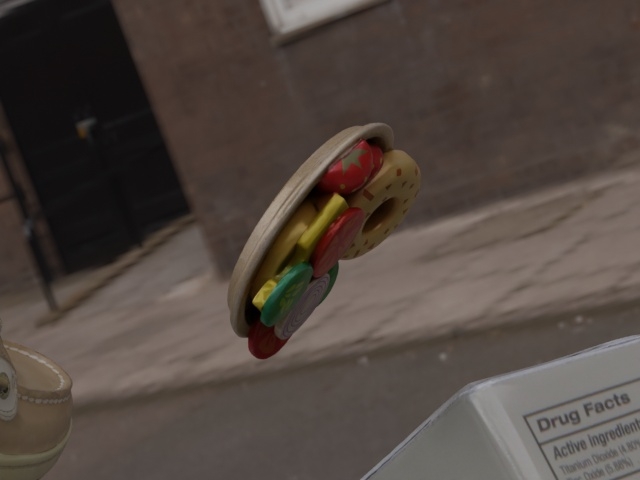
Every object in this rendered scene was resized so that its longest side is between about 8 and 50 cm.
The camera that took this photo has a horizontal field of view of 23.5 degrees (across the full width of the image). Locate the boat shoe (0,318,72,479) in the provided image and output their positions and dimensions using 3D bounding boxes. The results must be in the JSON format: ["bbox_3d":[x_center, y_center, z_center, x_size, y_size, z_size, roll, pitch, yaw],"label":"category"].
[{"bbox_3d":[-0.187,0.047,0.701,0.109,0.098,0.302,25,-1,21],"label":"boat shoe"}]

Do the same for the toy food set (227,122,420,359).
[{"bbox_3d":[0.000,0.000,0.481,0.082,0.020,0.083,-53,-14,-5],"label":"toy food set"}]

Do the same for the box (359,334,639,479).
[{"bbox_3d":[0.141,0.192,0.521,0.148,0.311,0.121,-10,-26,-34],"label":"box"}]
